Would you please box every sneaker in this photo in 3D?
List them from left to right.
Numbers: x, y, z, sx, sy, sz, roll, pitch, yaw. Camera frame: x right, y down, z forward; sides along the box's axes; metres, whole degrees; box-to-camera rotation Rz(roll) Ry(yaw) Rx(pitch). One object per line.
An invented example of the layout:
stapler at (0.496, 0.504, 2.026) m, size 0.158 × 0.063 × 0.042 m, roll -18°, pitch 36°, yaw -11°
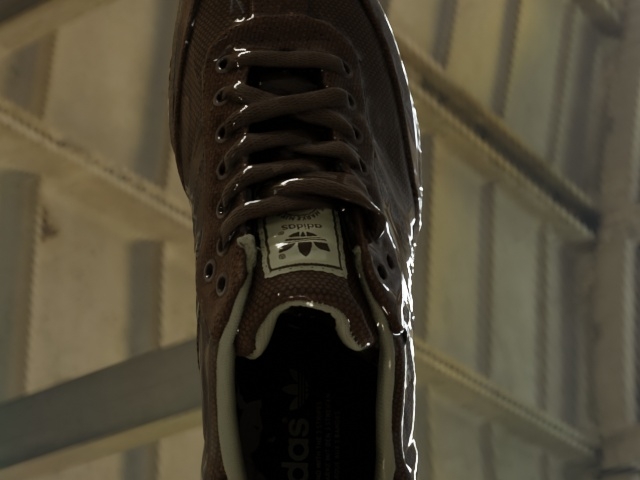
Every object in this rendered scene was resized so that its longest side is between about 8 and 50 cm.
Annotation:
sneaker at (0.000, 0.000, 0.344) m, size 0.071 × 0.066 × 0.188 m, roll 123°, pitch 142°, yaw -76°
